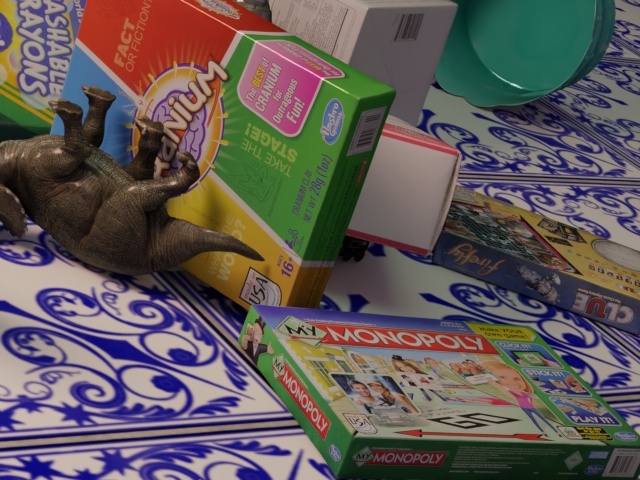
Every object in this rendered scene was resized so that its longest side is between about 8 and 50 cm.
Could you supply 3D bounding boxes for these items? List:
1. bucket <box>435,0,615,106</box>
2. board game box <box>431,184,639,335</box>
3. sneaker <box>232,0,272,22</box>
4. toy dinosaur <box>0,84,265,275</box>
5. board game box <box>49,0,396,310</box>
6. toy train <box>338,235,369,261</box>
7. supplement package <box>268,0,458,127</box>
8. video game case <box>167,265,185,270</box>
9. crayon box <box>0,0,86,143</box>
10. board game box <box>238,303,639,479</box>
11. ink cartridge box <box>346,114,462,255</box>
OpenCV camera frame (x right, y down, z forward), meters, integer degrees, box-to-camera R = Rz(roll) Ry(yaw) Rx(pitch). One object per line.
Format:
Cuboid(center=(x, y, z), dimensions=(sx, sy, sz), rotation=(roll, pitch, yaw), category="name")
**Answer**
Cuboid(center=(0.292, -0.331, 2.543), dimensions=(0.281, 0.281, 0.183), rotation=(27, 17, 18), category="bucket")
Cuboid(center=(0.251, 0.019, 1.961), dimensions=(0.243, 0.042, 0.165), rotation=(20, 21, 1), category="board game box")
Cuboid(center=(-0.128, -0.239, 2.061), dimensions=(0.111, 0.121, 0.300), rotation=(8, -5, -29), category="sneaker")
Cuboid(center=(-0.201, -0.039, 1.602), dimensions=(0.314, 0.160, 0.121), rotation=(24, 20, -6), category="toy dinosaur")
Cuboid(center=(-0.105, -0.098, 1.626), dimensions=(0.316, 0.242, 0.064), rotation=(31, 26, 26), category="board game box")
Cuboid(center=(0.000, 0.000, 1.775), dimensions=(0.027, 0.036, 0.158), rotation=(38, 19, 32), category="toy train")
Cuboid(center=(-0.010, -0.258, 2.192), dimensions=(0.263, 0.198, 0.199), rotation=(32, 26, 30), category="supplement package")
Cuboid(center=(-0.132, -0.014, 1.752), dimensions=(0.143, 0.019, 0.157), rotation=(0, 30, -39), category="video game case")
Cuboid(center=(-0.252, -0.189, 1.829), dimensions=(0.323, 0.083, 0.203), rotation=(4, 69, -34), category="crayon box")
Cuboid(center=(0.110, 0.138, 1.555), dimensions=(0.317, 0.046, 0.213), rotation=(6, 26, -31), category="board game box")
Cuboid(center=(0.006, -0.086, 1.825), dimensions=(0.207, 0.117, 0.283), rotation=(14, 7, -13), category="ink cartridge box")
